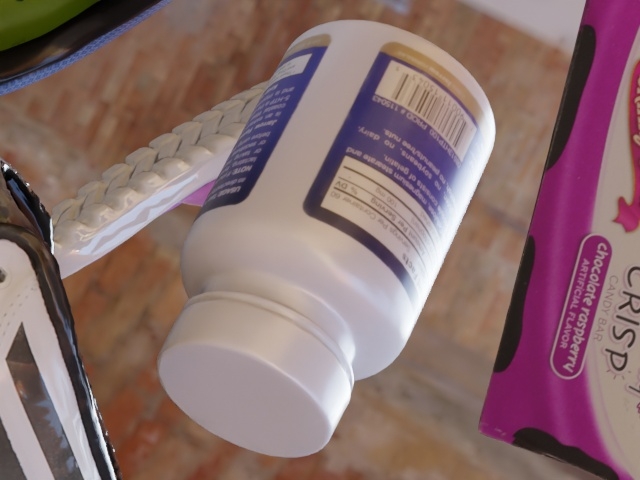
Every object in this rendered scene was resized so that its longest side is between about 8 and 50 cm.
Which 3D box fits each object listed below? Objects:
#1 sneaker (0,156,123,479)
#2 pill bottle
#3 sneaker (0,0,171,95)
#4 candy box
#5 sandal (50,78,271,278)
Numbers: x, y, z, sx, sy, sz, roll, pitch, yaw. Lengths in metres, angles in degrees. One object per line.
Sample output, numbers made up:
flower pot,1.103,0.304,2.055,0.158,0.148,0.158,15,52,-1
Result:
sneaker,-0.268,0.017,0.844,0.257,0.447,0.169,-47,-159,2
pill bottle,0.000,0.000,0.911,0.187,0.112,0.112,-63,-177,-32
sneaker,-0.055,-0.168,0.834,0.330,0.130,0.147,-42,-160,15
candy box,0.151,-0.012,0.724,0.233,0.071,0.159,-14,120,-61
sandal,-0.098,-0.058,1.875,0.416,0.102,0.169,-29,-162,-3
